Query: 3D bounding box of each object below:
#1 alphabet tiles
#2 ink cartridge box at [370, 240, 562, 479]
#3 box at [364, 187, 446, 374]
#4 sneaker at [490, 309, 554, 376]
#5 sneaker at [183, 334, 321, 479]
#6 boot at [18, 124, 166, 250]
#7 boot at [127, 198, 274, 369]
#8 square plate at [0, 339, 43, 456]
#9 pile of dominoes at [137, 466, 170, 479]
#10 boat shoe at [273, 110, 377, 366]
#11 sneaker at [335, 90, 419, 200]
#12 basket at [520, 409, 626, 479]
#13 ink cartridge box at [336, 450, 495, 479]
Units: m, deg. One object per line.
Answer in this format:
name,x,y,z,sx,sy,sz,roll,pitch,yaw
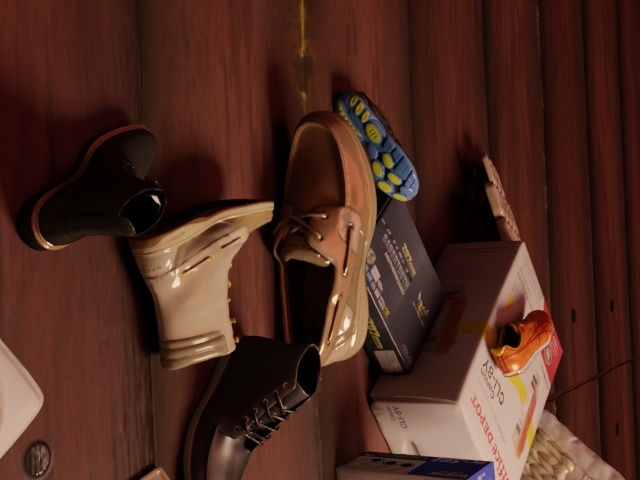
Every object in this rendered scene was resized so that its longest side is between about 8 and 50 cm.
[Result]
alphabet tiles,0.356,-0.022,1.827,0.284,0.021,0.278,22,50,-71
ink cartridge box,0.260,0.226,1.624,0.385,0.160,0.279,-57,133,-42
box,0.105,0.062,1.482,0.183,0.059,0.233,-57,131,-44
sneaker,0.324,0.148,1.529,0.175,0.064,0.067,-41,108,-53
sneaker,-0.079,0.211,1.130,0.083,0.118,0.222,46,51,-47
boot,-0.186,-0.055,0.964,0.198,0.137,0.077,-58,134,-43
boot,-0.121,0.044,1.117,0.213,0.077,0.165,-26,109,-50
square plate,-0.382,0.133,0.724,0.347,0.049,0.344,-58,134,-41
pile of dominoes,-0.190,0.368,0.987,0.196,0.040,0.251,56,35,4
boat shoe,0.000,0.000,1.269,0.110,0.121,0.341,-12,99,-58
sneaker,0.095,-0.146,1.444,0.188,0.067,0.078,57,32,-4
basket,0.450,0.540,1.693,0.266,0.328,0.331,-43,137,-2
ink cartridge box,0.135,0.341,1.376,0.097,0.207,0.046,-8,94,-57
